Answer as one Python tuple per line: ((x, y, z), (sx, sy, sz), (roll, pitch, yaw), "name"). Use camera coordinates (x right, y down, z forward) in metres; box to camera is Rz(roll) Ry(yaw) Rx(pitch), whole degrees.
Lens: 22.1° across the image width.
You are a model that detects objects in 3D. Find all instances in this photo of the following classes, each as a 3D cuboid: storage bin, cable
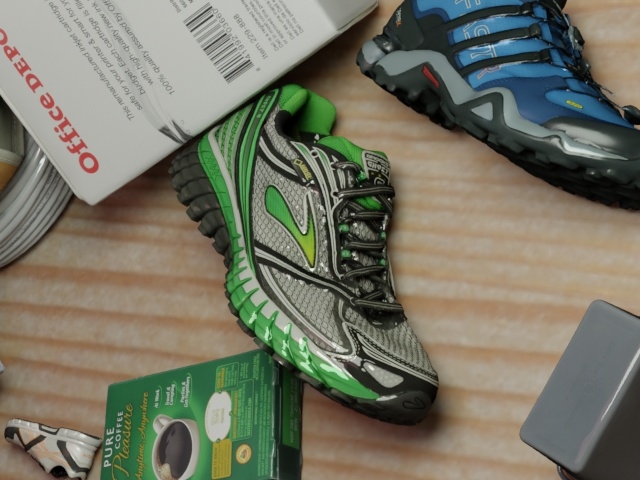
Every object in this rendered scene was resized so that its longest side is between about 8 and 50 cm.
((0.191, 0.102, 1.078), (0.098, 0.091, 0.135), (29, 89, 43), "storage bin")
((-0.330, -0.088, 1.584), (0.257, 0.089, 0.257), (21, 84, 41), "cable")

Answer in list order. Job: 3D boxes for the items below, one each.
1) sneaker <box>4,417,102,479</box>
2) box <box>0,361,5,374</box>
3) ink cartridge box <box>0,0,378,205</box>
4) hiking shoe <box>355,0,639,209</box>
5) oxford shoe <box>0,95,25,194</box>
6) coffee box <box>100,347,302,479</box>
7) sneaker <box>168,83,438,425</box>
((-0.239, 0.182, 1.422), (0.109, 0.040, 0.043), (5, 76, 40), "sneaker")
((-0.428, 0.077, 1.489), (0.163, 0.142, 0.247), (-48, 68, 30), "box")
((-0.134, -0.196, 1.375), (0.289, 0.121, 0.211), (-31, 97, 27), "ink cartridge box")
((0.150, -0.128, 1.197), (0.304, 0.113, 0.132), (34, 94, 43), "hiking shoe")
((-0.369, -0.202, 1.497), (0.130, 0.169, 0.449), (-35, 60, 24), "oxford shoe")
((-0.098, 0.157, 1.319), (0.184, 0.040, 0.113), (-17, 61, 32), "coffee box")
((0.000, 0.000, 1.248), (0.146, 0.134, 0.343), (-44, 49, 15), "sneaker")
